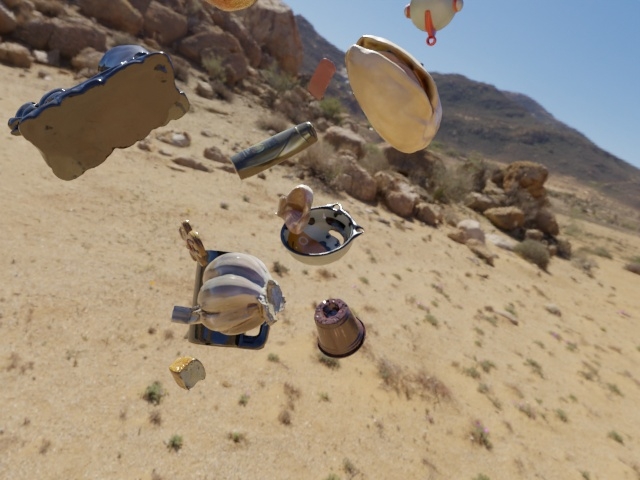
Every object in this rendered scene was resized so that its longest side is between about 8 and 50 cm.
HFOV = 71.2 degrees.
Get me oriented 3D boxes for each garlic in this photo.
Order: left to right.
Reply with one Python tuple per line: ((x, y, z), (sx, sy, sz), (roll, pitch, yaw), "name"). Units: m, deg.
((-0.161, 0.089, 0.727), (0.194, 0.127, 0.131), (-13, 26, 24), "garlic")
((-0.077, -0.107, 1.553), (0.099, 0.174, 0.124), (33, 23, 33), "garlic")

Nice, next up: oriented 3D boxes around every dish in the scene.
((0.000, 0.000, 1.632), (0.303, 0.120, 0.303), (-4, 41, 4), "dish")

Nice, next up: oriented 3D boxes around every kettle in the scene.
((-0.305, 0.203, 1.517), (0.262, 0.307, 0.203), (11, -12, -25), "kettle")

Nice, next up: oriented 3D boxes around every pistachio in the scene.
((0.185, -0.370, 1.133), (0.318, 0.193, 0.214), (50, -29, -10), "pistachio")

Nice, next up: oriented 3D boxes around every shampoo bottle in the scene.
((-0.179, -0.357, 1.763), (0.350, 0.084, 0.125), (-27, 55, -6), "shampoo bottle")

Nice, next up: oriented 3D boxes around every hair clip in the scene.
((0.001, -0.472, 1.320), (0.054, 0.137, 0.022), (38, 53, 0), "hair clip")

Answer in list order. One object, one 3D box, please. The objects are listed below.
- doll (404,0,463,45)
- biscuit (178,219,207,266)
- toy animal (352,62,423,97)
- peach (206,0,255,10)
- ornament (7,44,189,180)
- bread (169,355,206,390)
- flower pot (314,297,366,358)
((0.332, -0.739, 1.288), (0.200, 0.336, 0.105), (6, 12, 28), "doll")
((-0.353, 0.009, 1.232), (0.031, 0.138, 0.205), (-26, 13, -22), "biscuit")
((0.252, -0.579, 1.628), (0.149, 0.276, 0.054), (51, -8, 38), "toy animal")
((-0.266, -0.751, 1.244), (0.233, 0.232, 0.232), (17, 15, -5), "peach")
((-0.354, -0.223, 0.694), (0.251, 0.106, 0.260), (-38, 45, -21), "ornament")
((-0.391, 0.387, 1.317), (0.070, 0.083, 0.077), (4, 34, 44), "bread")
((0.030, 0.171, 0.913), (0.111, 0.089, 0.111), (-15, 39, 12), "flower pot")
